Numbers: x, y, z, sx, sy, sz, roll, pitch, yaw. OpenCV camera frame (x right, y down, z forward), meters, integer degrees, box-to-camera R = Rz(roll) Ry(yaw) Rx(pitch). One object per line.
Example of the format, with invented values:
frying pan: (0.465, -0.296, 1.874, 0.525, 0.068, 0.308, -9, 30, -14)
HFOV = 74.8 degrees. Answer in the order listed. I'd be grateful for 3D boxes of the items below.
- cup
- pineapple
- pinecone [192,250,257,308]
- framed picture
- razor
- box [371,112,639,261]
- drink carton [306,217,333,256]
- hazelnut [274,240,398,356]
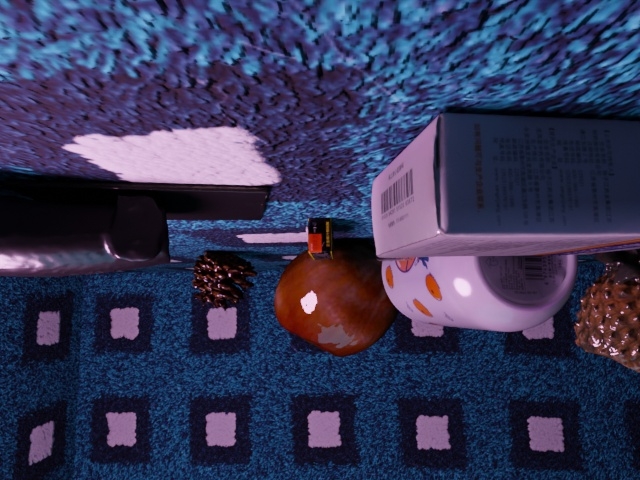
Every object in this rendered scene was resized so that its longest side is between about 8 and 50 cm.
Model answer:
cup: (0.249, 0.042, 0.696, 0.213, 0.212, 0.317, 0, 172, -8)
pineapple: (0.407, 0.038, 0.533, 0.125, 0.251, 0.125, 9, -178, 0)
pinecone: (-0.342, 0.138, 1.450, 0.222, 0.221, 0.221, -1, 173, 0)
framed picture: (-0.250, -0.055, 0.654, 0.324, 0.013, 0.244, 1, 173, -11)
razor: (-0.371, -0.005, 0.556, 0.327, 0.107, 0.189, 2, 173, -22)
box: (0.223, -0.041, 0.438, 0.300, 0.106, 0.200, -1, 174, -8)
drink carton: (0.000, 0.000, 0.892, 0.056, 0.071, 0.165, -4, 172, 3)
hazelnut: (0.049, 0.158, 1.223, 0.366, 0.365, 0.366, -1, 173, 0)
